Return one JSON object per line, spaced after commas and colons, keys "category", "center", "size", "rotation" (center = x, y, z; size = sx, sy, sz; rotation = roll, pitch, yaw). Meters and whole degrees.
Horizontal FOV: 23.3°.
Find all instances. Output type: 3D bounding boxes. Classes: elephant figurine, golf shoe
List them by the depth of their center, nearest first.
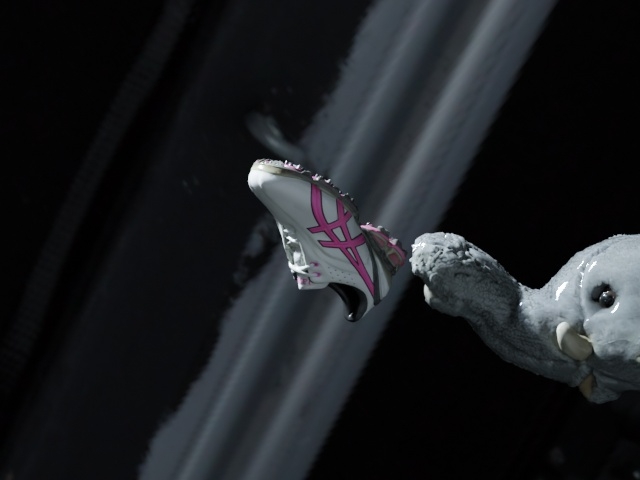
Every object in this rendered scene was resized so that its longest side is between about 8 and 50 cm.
{"category": "elephant figurine", "center": [0.198, 0.059, 0.825], "size": [0.186, 0.169, 0.239], "rotation": [-26, -91, -46]}
{"category": "golf shoe", "center": [0.000, 0.000, 1.356], "size": [0.186, 0.067, 0.086], "rotation": [40, -109, -33]}
